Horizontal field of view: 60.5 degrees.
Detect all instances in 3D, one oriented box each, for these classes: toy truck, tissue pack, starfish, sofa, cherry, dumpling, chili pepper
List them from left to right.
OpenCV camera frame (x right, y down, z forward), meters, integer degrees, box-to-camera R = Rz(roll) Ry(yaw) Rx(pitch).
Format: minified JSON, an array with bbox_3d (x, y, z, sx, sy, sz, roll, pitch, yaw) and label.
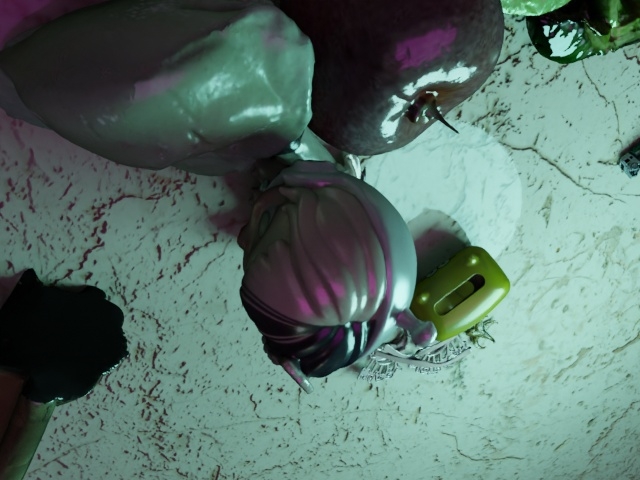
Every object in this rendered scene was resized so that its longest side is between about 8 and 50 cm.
[{"bbox_3d":[-0.389,0.195,0.758,0.182,0.258,0.200,26,109,-17],"label":"sofa"},{"bbox_3d":[-0.175,-0.180,0.618,0.270,0.320,0.212,5,107,-58],"label":"dumpling"},{"bbox_3d":[0.067,-0.242,0.647,0.261,0.221,0.308,-38,84,31],"label":"cherry"},{"bbox_3d":[0.248,0.096,0.994,0.178,0.123,0.127,-38,166,7],"label":"tissue pack"},{"bbox_3d":[0.342,0.193,1.167,0.078,0.028,0.091,-13,123,-19],"label":"starfish"},{"bbox_3d":[0.405,-0.350,0.799,0.264,0.116,0.148,-20,138,-7],"label":"chili pepper"},{"bbox_3d":[0.599,-0.158,1.026,0.083,0.044,0.039,-39,147,8],"label":"toy truck"}]

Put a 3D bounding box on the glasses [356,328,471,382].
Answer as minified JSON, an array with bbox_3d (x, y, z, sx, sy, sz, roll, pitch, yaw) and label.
[{"bbox_3d":[0.202,0.239,1.107,0.255,0.095,0.162,-6,131,-14],"label":"glasses"}]

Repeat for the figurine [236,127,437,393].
[{"bbox_3d":[-0.001,-0.008,0.711,0.210,0.361,0.253,-8,125,-4],"label":"figurine"}]

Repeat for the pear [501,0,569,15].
[{"bbox_3d":[0.269,-0.411,0.679,0.287,0.139,0.239,-9,126,-12],"label":"pear"}]
